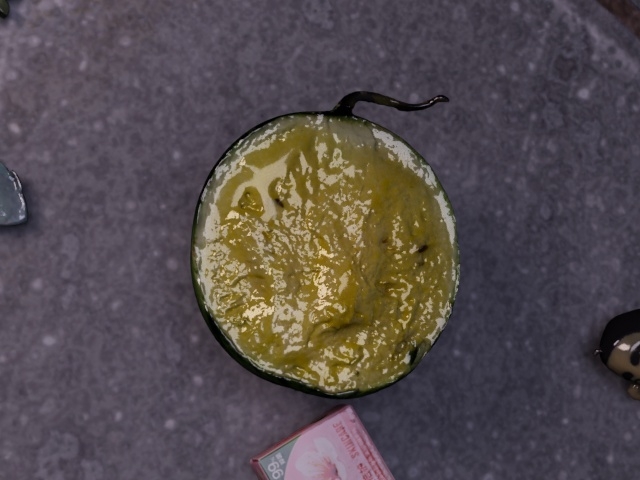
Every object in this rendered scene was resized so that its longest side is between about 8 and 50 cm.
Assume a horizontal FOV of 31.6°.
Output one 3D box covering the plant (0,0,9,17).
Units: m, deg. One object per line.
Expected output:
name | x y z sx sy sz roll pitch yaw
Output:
plant | -0.281 -0.222 0.898 0.051 0.051 0.102 -35 93 -17

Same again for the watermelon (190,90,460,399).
watermelon | -0.002 0.007 0.874 0.204 0.127 0.232 -1 81 -13

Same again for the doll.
doll | 0.317 0.099 0.957 0.179 0.102 0.089 5 35 -8

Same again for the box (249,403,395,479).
box | 0.014 0.202 0.882 0.089 0.043 0.125 -31 86 -17

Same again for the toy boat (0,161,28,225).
toy boat | -0.362 -0.061 0.837 0.282 0.096 0.206 0 64 -22
